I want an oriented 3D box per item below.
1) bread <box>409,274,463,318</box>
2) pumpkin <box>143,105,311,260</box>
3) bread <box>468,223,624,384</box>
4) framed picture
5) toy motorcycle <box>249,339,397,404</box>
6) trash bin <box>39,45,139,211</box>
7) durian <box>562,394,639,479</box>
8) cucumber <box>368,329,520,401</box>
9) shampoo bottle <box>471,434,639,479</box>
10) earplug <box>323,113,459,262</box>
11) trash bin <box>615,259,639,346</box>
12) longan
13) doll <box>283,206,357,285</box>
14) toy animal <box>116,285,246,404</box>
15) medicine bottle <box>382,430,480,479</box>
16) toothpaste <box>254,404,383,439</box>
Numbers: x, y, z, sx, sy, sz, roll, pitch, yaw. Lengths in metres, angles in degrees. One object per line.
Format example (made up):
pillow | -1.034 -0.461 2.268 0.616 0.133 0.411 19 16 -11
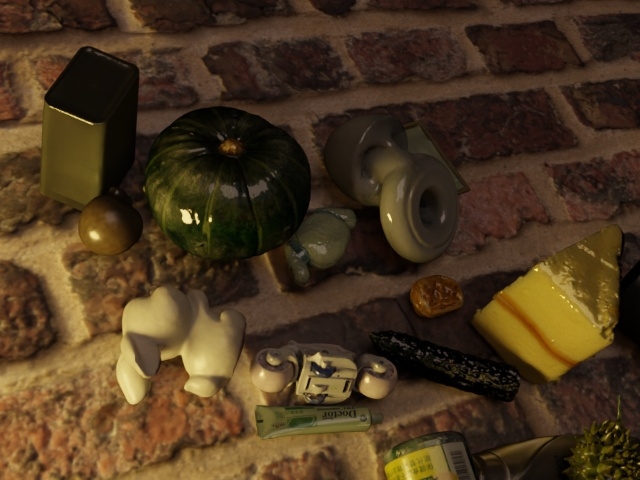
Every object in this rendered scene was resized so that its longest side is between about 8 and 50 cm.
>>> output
bread | 0.221 0.106 1.476 0.111 0.044 0.083 -11 60 -28
pumpkin | -0.163 -0.100 1.368 0.300 0.207 0.300 3 52 -4
bread | 0.462 0.115 1.428 0.236 0.263 0.198 -32 77 -34
framed picture | 0.219 -0.168 1.671 0.136 0.010 0.201 -21 69 -31
toy motorcycle | 0.005 0.214 1.303 0.254 0.112 0.112 6 57 -15
trash bin | -0.391 -0.182 1.309 0.122 0.240 0.164 23 55 -4
durian | 0.525 0.456 1.285 0.355 0.157 0.169 56 38 -9
cucumber | 0.220 0.222 1.386 0.300 0.072 0.072 18 55 -9
shampoo bottle | 0.402 0.400 1.331 0.350 0.084 0.125 4 64 -17
earplug | 0.144 -0.105 1.517 0.325 0.175 0.214 50 51 2
trash bin | 0.744 0.180 1.522 0.334 0.214 0.214 40 54 11
longan | -0.353 -0.032 1.311 0.106 0.106 0.119 16 72 -10
doll | 0.000 0.000 1.442 0.103 0.071 0.214 36 50 2
toy animal | -0.219 0.166 1.222 0.193 0.127 0.178 11 58 -17
medicine bottle | 0.200 0.453 1.185 0.141 0.141 0.293 -4 61 -23
toothpaste | 0.000 0.297 1.276 0.218 0.041 0.064 2 45 -16
